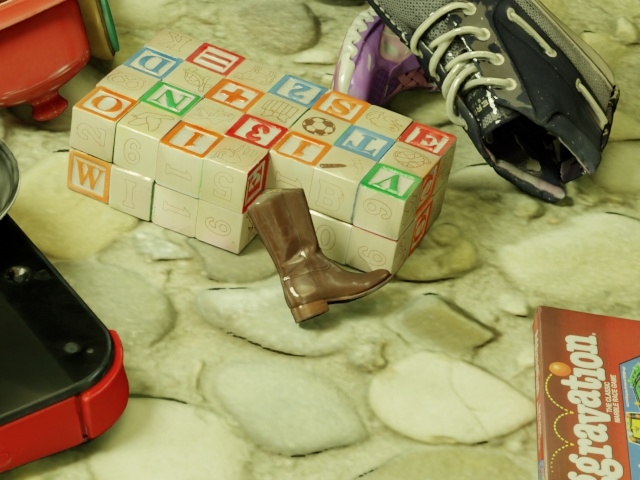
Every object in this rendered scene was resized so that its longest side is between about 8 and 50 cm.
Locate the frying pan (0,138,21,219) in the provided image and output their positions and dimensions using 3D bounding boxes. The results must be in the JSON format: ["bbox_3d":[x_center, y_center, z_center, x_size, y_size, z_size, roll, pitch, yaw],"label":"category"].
[{"bbox_3d":[-0.375,-0.069,1.531,0.197,0.053,0.326,-25,46,-32],"label":"frying pan"}]

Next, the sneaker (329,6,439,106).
[{"bbox_3d":[0.079,-0.178,1.864,0.104,0.095,0.236,25,36,7],"label":"sneaker"}]

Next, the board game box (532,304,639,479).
[{"bbox_3d":[0.241,0.154,1.494,0.145,0.027,0.281,8,36,-1],"label":"board game box"}]

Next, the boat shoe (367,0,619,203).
[{"bbox_3d":[0.140,-0.179,1.754,0.340,0.127,0.158,35,36,-16],"label":"boat shoe"}]

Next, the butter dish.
[{"bbox_3d":[-0.267,-0.166,1.738,0.160,0.118,0.160,-24,15,-7],"label":"butter dish"}]

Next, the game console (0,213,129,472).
[{"bbox_3d":[-0.367,0.063,1.455,0.342,0.060,0.386,-22,45,-28],"label":"game console"}]

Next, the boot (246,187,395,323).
[{"bbox_3d":[0.000,0.000,1.583,0.106,0.037,0.114,-20,86,-34],"label":"boot"}]

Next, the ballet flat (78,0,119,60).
[{"bbox_3d":[-0.242,-0.236,1.886,0.073,0.080,0.232,-14,32,-1],"label":"ballet flat"}]

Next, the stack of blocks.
[{"bbox_3d":[-0.051,-0.070,1.677,0.297,0.087,0.171,21,37,15],"label":"stack of blocks"}]
